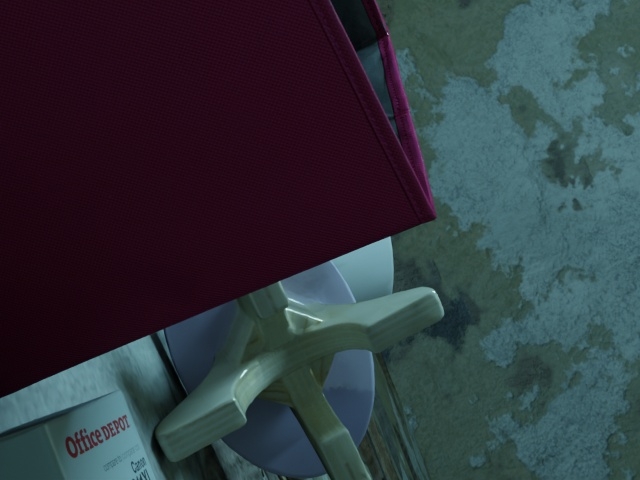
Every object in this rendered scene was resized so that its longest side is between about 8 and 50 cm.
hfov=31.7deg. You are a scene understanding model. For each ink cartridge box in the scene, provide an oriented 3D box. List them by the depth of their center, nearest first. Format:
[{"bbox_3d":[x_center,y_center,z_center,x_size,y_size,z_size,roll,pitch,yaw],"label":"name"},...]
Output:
[{"bbox_3d":[-0.118,0.173,0.565,0.127,0.072,0.175,-1,70,-84],"label":"ink cartridge box"}]

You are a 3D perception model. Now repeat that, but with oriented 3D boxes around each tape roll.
[{"bbox_3d":[0.000,0.000,1.642,0.286,0.100,0.286,167,-90,-68],"label":"tape roll"}]

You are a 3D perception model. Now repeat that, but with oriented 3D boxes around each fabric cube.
[{"bbox_3d":[-0.115,-0.118,0.611,0.254,0.258,0.259,60,13,-28],"label":"fabric cube"}]

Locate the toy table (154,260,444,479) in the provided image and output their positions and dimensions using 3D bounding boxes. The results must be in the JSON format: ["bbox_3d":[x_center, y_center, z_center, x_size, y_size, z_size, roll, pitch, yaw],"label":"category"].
[{"bbox_3d":[-0.029,0.100,0.970,0.274,0.252,0.161,54,-7,-15],"label":"toy table"}]

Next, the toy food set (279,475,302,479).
[{"bbox_3d":[-0.038,0.244,1.327,0.122,0.019,0.078,-105,171,-54],"label":"toy food set"}]
